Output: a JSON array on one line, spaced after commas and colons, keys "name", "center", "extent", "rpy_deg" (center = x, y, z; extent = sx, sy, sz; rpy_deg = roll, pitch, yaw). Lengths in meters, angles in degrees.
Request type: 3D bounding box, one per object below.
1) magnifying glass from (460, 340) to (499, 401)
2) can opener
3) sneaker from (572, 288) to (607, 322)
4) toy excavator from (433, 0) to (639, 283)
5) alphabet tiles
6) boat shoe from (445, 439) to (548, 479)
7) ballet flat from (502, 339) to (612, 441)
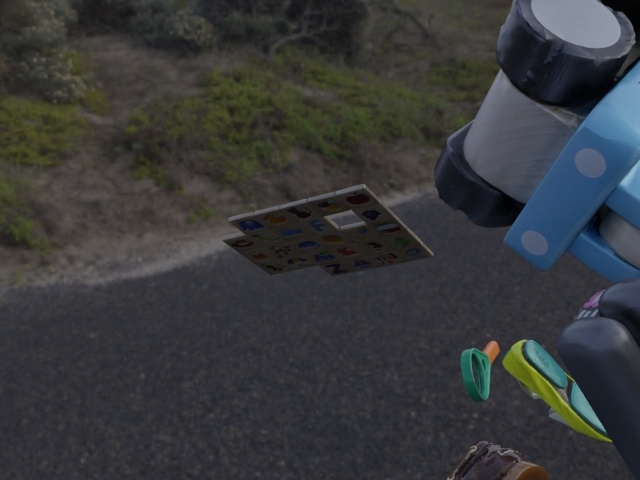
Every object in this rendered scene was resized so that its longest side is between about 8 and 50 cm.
[{"name": "magnifying glass", "center": [0.294, 0.225, 1.535], "extent": [0.026, 0.092, 0.231], "rpy_deg": [-17, 2, 21]}, {"name": "can opener", "center": [0.223, 0.153, 0.511], "extent": [0.076, 0.283, 0.095], "rpy_deg": [-37, 10, -21]}, {"name": "sneaker", "center": [0.371, 0.082, 0.984], "extent": [0.077, 0.178, 0.072], "rpy_deg": [36, 11, -19]}, {"name": "toy excavator", "center": [0.315, -0.017, 0.737], "extent": [0.445, 0.222, 0.433], "rpy_deg": [37, 51, 14]}, {"name": "alphabet tiles", "center": [0.000, 0.000, 1.113], "extent": [0.237, 0.009, 0.198], "rpy_deg": [-12, -31, 29]}, {"name": "boat shoe", "center": [0.105, 0.259, 0.697], "extent": [0.207, 0.073, 0.073], "rpy_deg": [-49, 36, -17]}, {"name": "ballet flat", "center": [0.398, 0.259, 1.421], "extent": [0.077, 0.231, 0.077], "rpy_deg": [-44, 4, 40]}]
